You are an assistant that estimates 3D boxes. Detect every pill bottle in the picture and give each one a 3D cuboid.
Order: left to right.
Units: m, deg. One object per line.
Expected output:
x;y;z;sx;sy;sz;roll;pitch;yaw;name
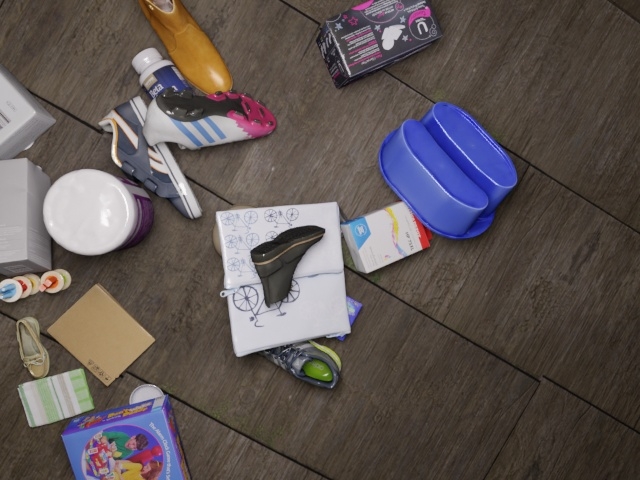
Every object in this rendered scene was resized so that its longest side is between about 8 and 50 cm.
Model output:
-0.458;-0.058;1.081;0.170;0.301;0.169;0;92;-8;pill bottle
-0.367;-0.365;1.184;0.094;0.094;0.169;-37;94;-5;pill bottle

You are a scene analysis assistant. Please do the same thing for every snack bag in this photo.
-0.078;0.087;1.179;0.323;0.037;0.342;-6;92;-29;snack bag

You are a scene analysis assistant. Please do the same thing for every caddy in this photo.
0.301;-0.165;1.223;0.241;0.179;0.341;-32;77;-26;caddy

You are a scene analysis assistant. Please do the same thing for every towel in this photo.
-0.644;0.383;1.221;0.152;0.023;0.113;-15;97;-9;towel

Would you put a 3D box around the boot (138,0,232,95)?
-0.314;-0.466;1.128;0.104;0.211;0.295;-40;97;-4;boot

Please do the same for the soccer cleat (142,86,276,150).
-0.257;-0.273;1.161;0.331;0.143;0.115;-7;63;-47;soccer cleat

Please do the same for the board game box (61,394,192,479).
-0.446;0.576;1.208;0.234;0.078;0.346;-13;100;-7;board game box

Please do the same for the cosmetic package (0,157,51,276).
-0.674;-0.051;1.113;0.107;0.127;0.237;-9;74;-7;cosmetic package

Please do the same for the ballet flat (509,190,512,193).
0.405;-0.112;1.323;0.206;0.073;0.067;-25;68;-8;ballet flat

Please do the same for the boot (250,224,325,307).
-0.066;0.054;1.138;0.198;0.077;0.136;-24;116;-32;boot

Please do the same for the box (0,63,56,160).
-0.746;-0.287;1.125;0.181;0.119;0.182;-42;96;-4;box

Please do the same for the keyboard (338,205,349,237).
0.000;0.000;1.287;0.180;0.023;0.108;-34;90;-4;keyboard

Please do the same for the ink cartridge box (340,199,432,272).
0.183;-0.022;1.270;0.231;0.078;0.134;-23;96;-14;ink cartridge box

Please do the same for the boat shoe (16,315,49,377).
-0.691;0.259;1.192;0.056;0.048;0.152;-8;94;-7;boat shoe

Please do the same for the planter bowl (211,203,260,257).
-0.188;-0.011;1.217;0.162;0.109;0.161;0;92;-7;planter bowl

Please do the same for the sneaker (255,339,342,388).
-0.073;0.275;1.239;0.300;0.121;0.111;26;89;-8;sneaker

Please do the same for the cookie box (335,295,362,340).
0.041;0.189;1.291;0.092;0.040;0.107;30;88;-8;cookie box

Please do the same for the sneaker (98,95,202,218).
-0.400;-0.173;1.176;0.128;0.126;0.321;-30;85;-10;sneaker

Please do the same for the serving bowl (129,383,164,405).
-0.430;0.396;1.244;0.084;0.027;0.083;0;93;-8;serving bowl

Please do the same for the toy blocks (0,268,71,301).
-0.658;0.104;1.139;0.124;0.148;0.054;-9;94;-7;toy blocks

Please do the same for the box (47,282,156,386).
-0.535;0.232;1.226;0.164;0.021;0.201;-44;97;-4;box

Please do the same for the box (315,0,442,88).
0.136;-0.489;1.212;0.248;0.163;0.142;-25;99;-6;box
